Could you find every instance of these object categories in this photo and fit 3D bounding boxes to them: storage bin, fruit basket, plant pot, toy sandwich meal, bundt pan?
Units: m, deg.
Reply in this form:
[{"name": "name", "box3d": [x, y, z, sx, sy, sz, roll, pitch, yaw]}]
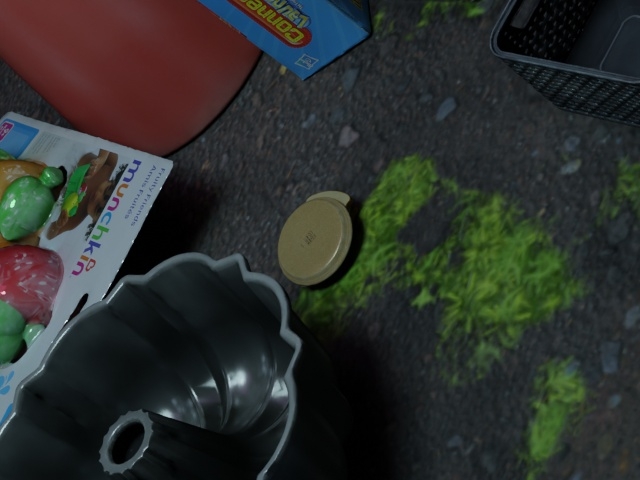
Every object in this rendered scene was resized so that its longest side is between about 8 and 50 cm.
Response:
[{"name": "storage bin", "box3d": [0.226, -0.155, 1.252, 0.180, 0.084, 0.122, 20, 79, 53]}, {"name": "fruit basket", "box3d": [-0.311, 0.033, 1.623, 0.353, 0.165, 0.327, 18, 77, 58]}, {"name": "plant pot", "box3d": [-0.218, -0.248, 1.678, 0.275, 0.243, 0.275, -28, 45, 33]}, {"name": "toy sandwich meal", "box3d": [0.000, 0.000, 1.434, 0.085, 0.029, 0.085, -16, 62, 34]}, {"name": "bundt pan", "box3d": [-0.108, 0.178, 1.314, 0.331, 0.124, 0.331, -26, 45, 29]}]

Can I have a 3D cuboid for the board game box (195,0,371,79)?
[{"name": "board game box", "box3d": [-0.095, -0.345, 1.564, 0.086, 0.302, 0.308, -32, 43, 29]}]
